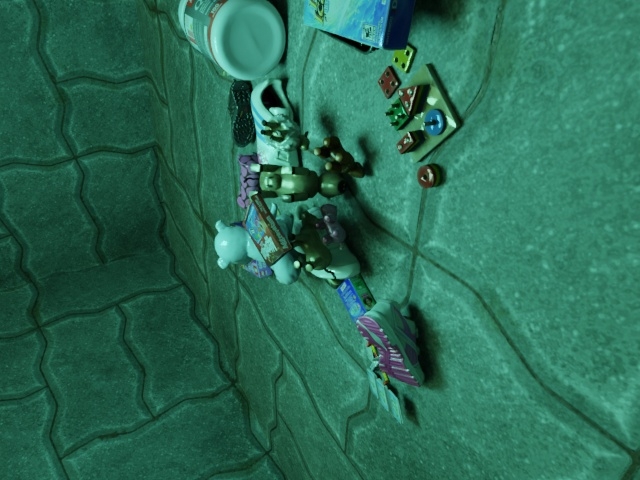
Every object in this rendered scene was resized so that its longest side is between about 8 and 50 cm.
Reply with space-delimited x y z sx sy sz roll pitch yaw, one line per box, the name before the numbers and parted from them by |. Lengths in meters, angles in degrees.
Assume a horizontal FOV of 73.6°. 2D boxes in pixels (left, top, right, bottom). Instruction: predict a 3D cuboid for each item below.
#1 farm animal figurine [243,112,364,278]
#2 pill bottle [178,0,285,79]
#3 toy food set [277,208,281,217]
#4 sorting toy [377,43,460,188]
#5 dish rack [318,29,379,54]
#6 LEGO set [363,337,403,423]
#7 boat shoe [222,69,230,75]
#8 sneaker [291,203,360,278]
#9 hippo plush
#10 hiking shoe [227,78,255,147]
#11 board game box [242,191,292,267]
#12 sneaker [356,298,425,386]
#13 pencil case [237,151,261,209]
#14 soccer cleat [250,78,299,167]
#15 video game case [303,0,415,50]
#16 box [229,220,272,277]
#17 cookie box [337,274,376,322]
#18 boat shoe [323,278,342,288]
farm animal figurine | -0.032 -0.114 1.072 0.327 0.172 0.330 28 110 24
pill bottle | -0.270 -0.612 1.227 0.363 0.210 0.210 45 141 42
toy food set | -0.179 -0.028 1.569 0.132 0.039 0.192 66 152 13
sorting toy | 0.173 -0.239 0.801 0.132 0.046 0.274 -42 68 60
dish rack | 0.083 -0.509 0.787 0.208 0.074 0.271 47 142 38
LEGO set | 0.140 0.343 1.137 0.182 0.060 0.244 -151 48 -70
boat shoe | -0.337 -0.656 1.499 0.056 0.048 0.152 11 115 59
sneaker | 0.000 0.000 1.174 0.305 0.114 0.152 40 138 47
hippo plush | -0.200 0.037 1.330 0.294 0.237 0.234 24 -125 -83
hiking shoe | -0.278 -0.444 1.496 0.114 0.086 0.226 -126 36 -58
board game box | -0.139 -0.014 1.058 0.145 0.027 0.281 58 163 2
sneaker | 0.186 0.237 0.990 0.103 0.111 0.252 3 130 48
pencil case | -0.264 -0.213 1.568 0.098 0.095 0.209 22 131 12
soccer cleat | -0.125 -0.302 1.236 0.143 0.116 0.330 -10 95 63
video game case | 0.066 -0.480 0.701 0.244 0.061 0.269 43 138 43
box | -0.294 0.029 1.776 0.293 0.057 0.200 12 116 63
cookie box | 0.098 0.157 1.162 0.107 0.040 0.091 62 151 20
boat shoe | 0.008 0.084 1.271 0.152 0.056 0.049 53 141 33
